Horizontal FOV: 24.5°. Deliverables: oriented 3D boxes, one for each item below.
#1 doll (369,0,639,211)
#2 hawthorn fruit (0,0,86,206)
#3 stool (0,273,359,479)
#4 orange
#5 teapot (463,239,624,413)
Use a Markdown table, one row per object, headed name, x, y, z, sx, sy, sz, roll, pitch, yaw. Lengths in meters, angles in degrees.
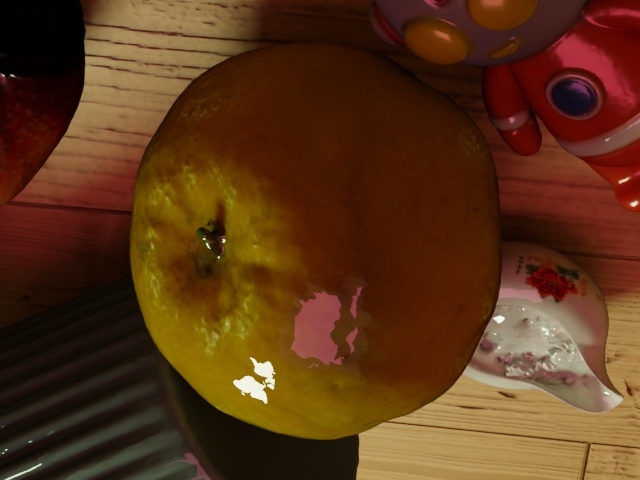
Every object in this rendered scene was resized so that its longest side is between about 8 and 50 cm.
| name | x | y | z | sx | sy | sz | roll | pitch | yaw |
| --- | --- | --- | --- | --- | --- | --- | --- | --- | --- |
| doll | 0.145 | -0.136 | 0.960 | 0.336 | 0.105 | 0.200 | 37 | 140 | -26 |
| hawthorn fruit | -0.261 | -0.109 | 1.043 | 0.190 | 0.189 | 0.251 | 19 | 156 | -8 |
| stool | -0.167 | 0.177 | 1.238 | 0.330 | 0.297 | 0.297 | -26 | 126 | 28 |
| orange | 0.000 | 0.000 | 1.026 | 0.235 | 0.279 | 0.279 | -6 | 156 | -47 |
| teapot | 0.146 | 0.055 | 1.174 | 0.226 | 0.092 | 0.145 | 24 | 133 | -12 |
